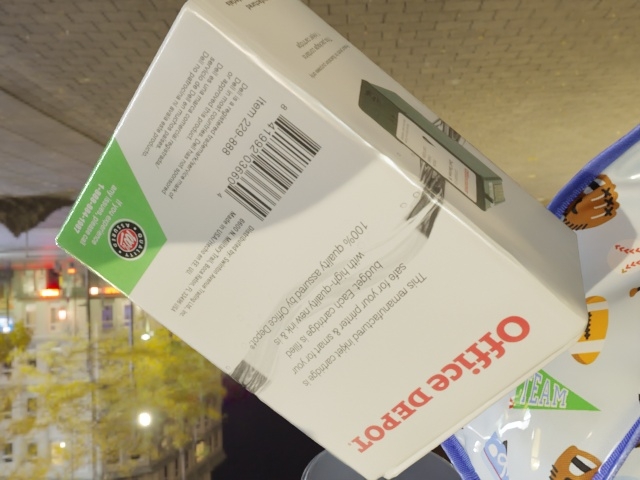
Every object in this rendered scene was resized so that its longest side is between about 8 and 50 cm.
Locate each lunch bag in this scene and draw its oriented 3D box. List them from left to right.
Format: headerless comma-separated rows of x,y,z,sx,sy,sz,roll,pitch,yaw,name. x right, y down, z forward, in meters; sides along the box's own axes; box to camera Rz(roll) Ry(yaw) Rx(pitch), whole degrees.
0.326,0.085,0.536,0.327,0.385,0.239,11,-154,-24,lunch bag

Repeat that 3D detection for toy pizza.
0.076,0.286,0.717,0.201,0.032,0.201,7,-159,-3,toy pizza

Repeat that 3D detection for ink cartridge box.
0.000,0.000,0.460,0.211,0.289,0.121,-47,-173,32,ink cartridge box
